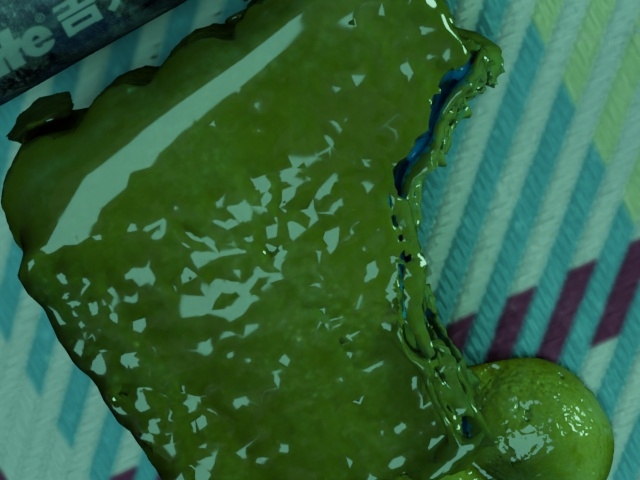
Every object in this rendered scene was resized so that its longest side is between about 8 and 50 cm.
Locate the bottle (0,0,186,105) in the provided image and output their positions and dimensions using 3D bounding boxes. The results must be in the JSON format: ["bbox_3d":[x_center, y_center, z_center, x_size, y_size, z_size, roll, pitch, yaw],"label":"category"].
[{"bbox_3d":[-0.138,-0.157,1.063,0.330,0.093,0.093,-28,104,15],"label":"bottle"}]

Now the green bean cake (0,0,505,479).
[{"bbox_3d":[0.000,0.000,1.060,0.285,0.202,0.310,-29,105,2],"label":"green bean cake"}]

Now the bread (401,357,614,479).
[{"bbox_3d":[0.126,0.164,1.161,0.149,0.065,0.187,-33,100,11],"label":"bread"}]
